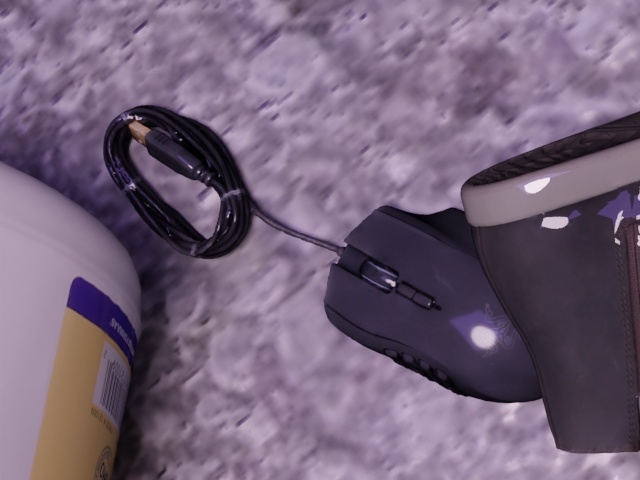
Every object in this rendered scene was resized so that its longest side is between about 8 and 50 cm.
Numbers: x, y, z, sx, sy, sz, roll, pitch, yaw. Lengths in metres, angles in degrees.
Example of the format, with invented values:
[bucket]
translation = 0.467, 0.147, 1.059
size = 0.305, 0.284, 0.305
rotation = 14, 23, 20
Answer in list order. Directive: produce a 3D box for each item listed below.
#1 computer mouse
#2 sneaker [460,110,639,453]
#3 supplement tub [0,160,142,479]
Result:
[computer mouse]
translation = 0.000, 0.000, 0.704
size = 0.242, 0.041, 0.071
rotation = 25, 94, 23
[sneaker]
translation = 0.175, -0.002, 0.627
size = 0.222, 0.083, 0.118
rotation = -17, 100, 9
[supplement tub]
translation = -0.210, 0.140, 0.624
size = 0.241, 0.241, 0.331
rotation = 0, 66, 22
